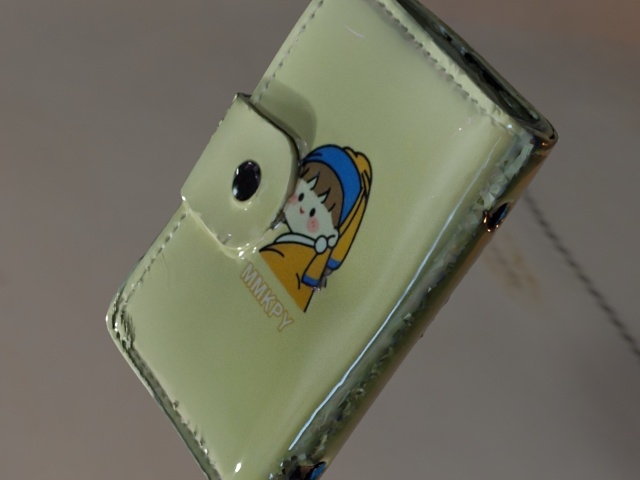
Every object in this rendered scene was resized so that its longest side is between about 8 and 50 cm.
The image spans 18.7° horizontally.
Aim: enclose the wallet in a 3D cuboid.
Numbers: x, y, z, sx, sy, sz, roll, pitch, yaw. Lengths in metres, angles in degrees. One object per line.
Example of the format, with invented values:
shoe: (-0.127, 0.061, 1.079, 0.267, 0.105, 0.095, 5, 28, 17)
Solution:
wallet: (0.000, 0.000, 0.618, 0.039, 0.155, 0.110, 16, -154, -46)
